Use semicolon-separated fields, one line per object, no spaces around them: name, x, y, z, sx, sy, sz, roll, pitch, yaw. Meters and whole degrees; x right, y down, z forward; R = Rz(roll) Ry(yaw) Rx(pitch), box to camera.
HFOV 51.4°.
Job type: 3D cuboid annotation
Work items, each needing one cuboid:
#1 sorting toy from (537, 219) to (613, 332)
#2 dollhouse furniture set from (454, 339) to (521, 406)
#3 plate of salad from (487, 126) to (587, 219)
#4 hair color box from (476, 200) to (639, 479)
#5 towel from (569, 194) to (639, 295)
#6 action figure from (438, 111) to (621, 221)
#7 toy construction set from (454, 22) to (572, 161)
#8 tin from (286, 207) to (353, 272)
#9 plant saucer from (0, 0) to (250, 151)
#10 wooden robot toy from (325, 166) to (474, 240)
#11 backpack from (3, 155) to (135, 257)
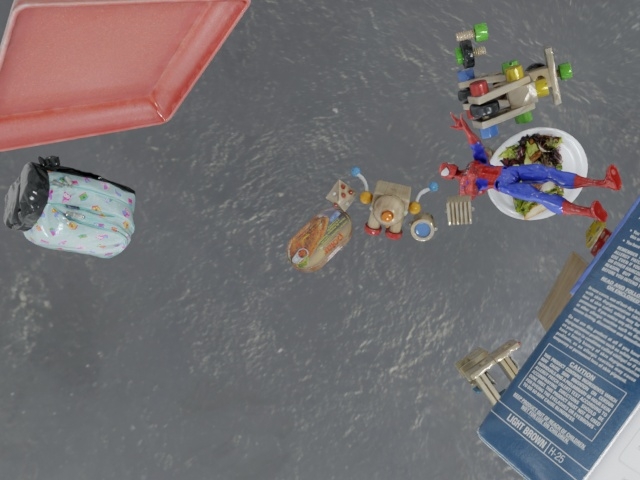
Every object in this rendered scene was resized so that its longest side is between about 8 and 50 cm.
sorting toy;0.426;0.091;1.101;0.046;0.132;0.274;24;104;1
dollhouse furniture set;0.403;0.303;1.477;0.129;0.183;0.129;-35;87;-1
plate of salad;0.431;-0.126;1.319;0.200;0.048;0.199;1;118;2
hair color box;0.308;0.079;0.576;0.347;0.174;0.105;-54;38;2
towel;0.541;0.066;0.892;0.336;0.040;0.243;39;102;37
action figure;0.274;-0.108;0.976;0.281;0.139;0.091;13;68;48
toy construction set;0.425;-0.281;1.391;0.238;0.257;0.308;-11;85;9
tin;0.000;0.000;1.656;0.190;0.040;0.106;-43;58;-10
plant saucer;-0.241;-0.197;0.735;0.259;0.259;0.047;-38;77;48
wooden robot toy;0.086;-0.029;0.757;0.174;0.079;0.076;11;113;6
backpack;-0.380;-0.044;1.031;0.152;0.182;0.115;-22;61;47
